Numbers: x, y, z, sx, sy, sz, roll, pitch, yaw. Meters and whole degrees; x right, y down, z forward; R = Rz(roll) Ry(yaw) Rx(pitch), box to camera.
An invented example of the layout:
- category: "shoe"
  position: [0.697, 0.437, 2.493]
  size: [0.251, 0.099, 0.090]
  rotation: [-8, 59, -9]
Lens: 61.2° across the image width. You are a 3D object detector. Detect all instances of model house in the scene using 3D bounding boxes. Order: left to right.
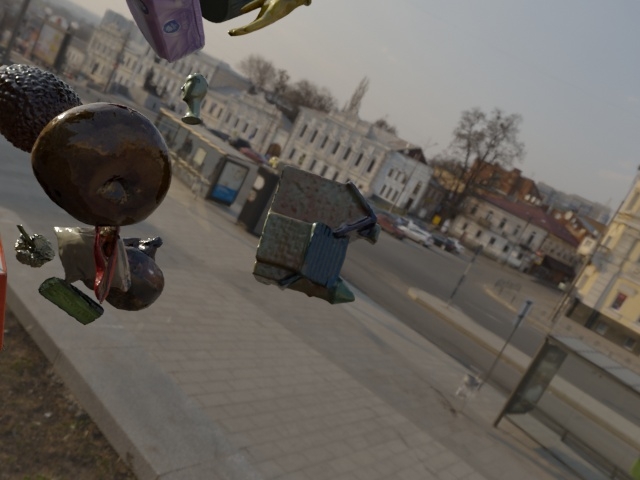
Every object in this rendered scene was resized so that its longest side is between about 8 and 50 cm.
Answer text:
- category: "model house"
  position: [0.000, 0.000, 1.400]
  size: [0.280, 0.312, 0.245]
  rotation: [16, -14, 1]

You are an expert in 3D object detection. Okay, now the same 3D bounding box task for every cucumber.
- category: "cucumber"
  position: [-0.735, 0.169, 1.597]
  size: [0.062, 0.078, 0.211]
  rotation: [53, -7, 40]

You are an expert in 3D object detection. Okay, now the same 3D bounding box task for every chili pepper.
- category: "chili pepper"
  position: [-0.498, 0.023, 1.262]
  size: [0.059, 0.267, 0.050]
  rotation: [1, -21, -14]

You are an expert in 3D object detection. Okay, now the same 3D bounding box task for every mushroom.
- category: "mushroom"
  position: [-0.443, -0.168, 1.093]
  size: [0.254, 0.267, 0.267]
  rotation: [56, 16, 11]

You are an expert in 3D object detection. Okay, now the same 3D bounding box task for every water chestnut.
- category: "water chestnut"
  position: [-0.656, 0.086, 1.841]
  size: [0.300, 0.299, 0.300]
  rotation: [27, 9, -5]

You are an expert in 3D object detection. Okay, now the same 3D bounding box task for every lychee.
- category: "lychee"
  position: [-0.805, -0.371, 1.525]
  size: [0.271, 0.236, 0.236]
  rotation: [50, 5, -13]

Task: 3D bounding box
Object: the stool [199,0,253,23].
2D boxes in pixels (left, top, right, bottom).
- category: "stool"
  position: [-0.319, -1.001, 2.050]
  size: [0.297, 0.330, 0.297]
  rotation: [29, -36, 24]

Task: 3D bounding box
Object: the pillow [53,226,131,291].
- category: "pillow"
  position: [-0.620, 0.046, 1.458]
  size: [0.270, 0.173, 0.067]
  rotation: [0, 8, 30]

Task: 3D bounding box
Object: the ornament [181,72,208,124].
- category: "ornament"
  position: [-0.391, -0.440, 1.669]
  size: [0.081, 0.156, 0.075]
  rotation: [11, -12, -29]

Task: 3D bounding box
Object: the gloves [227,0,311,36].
- category: "gloves"
  position: [-0.181, -0.766, 1.811]
  size: [0.116, 0.294, 0.133]
  rotation: [57, -6, -17]

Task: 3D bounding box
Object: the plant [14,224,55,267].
- category: "plant"
  position: [-0.816, 0.010, 1.533]
  size: [0.117, 0.121, 0.104]
  rotation: [24, 45, 29]

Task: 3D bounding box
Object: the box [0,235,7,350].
- category: "box"
  position: [-0.936, 0.093, 1.247]
  size: [0.349, 0.256, 0.318]
  rotation: [-2, 35, -37]

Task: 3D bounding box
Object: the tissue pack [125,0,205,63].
- category: "tissue pack"
  position: [-0.443, -0.672, 1.461]
  size: [0.242, 0.160, 0.338]
  rotation: [56, -12, 6]
